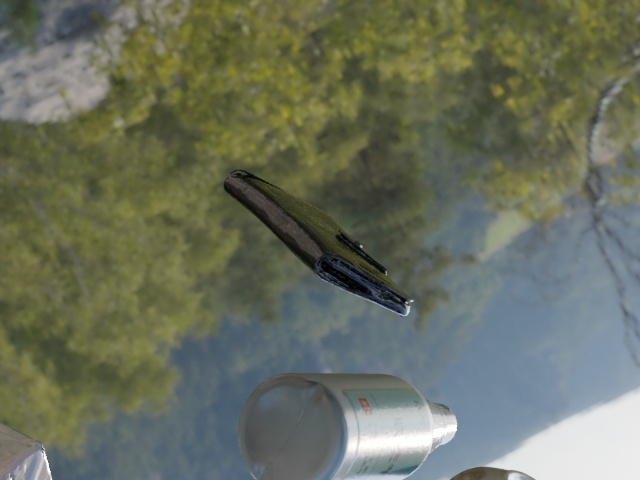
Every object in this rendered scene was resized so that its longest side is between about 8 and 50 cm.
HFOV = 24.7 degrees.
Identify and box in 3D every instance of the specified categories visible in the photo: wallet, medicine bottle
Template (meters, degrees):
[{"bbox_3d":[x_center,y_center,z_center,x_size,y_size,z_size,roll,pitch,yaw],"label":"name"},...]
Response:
[{"bbox_3d":[0.000,0.000,1.875,0.045,0.172,0.318,-60,-150,8],"label":"wallet"},{"bbox_3d":[0.049,0.185,1.426,0.110,0.110,0.352,-30,163,21],"label":"medicine bottle"}]

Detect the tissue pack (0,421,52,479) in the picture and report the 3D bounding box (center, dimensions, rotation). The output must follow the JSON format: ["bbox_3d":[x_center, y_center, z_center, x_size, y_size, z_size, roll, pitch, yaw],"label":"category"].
[{"bbox_3d":[-0.364,0.288,1.498,0.185,0.225,0.124,18,-137,29],"label":"tissue pack"}]

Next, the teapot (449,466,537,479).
[{"bbox_3d":[0.207,0.339,1.566,0.139,0.204,0.298,-51,155,15],"label":"teapot"}]
